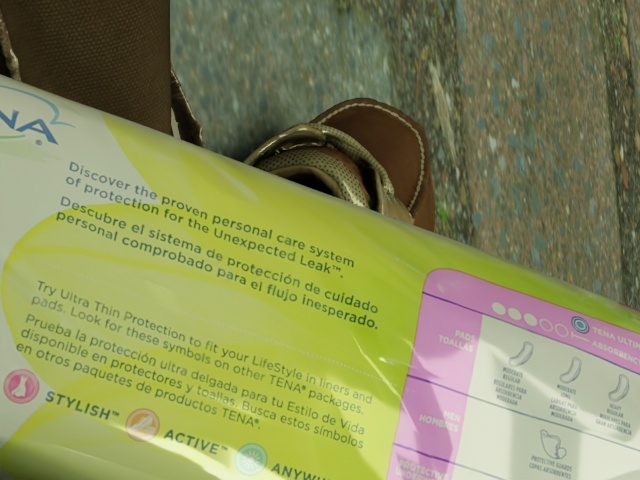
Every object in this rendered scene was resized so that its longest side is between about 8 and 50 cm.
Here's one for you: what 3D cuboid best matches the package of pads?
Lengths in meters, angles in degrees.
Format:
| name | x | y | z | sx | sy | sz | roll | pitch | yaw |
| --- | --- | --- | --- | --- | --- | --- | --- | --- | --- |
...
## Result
| name | x | y | z | sx | sy | sz | roll | pitch | yaw |
| --- | --- | --- | --- | --- | --- | --- | --- | --- | --- |
| package of pads | -0.029 | 0.068 | 0.488 | 0.297 | 0.229 | 0.101 | 20 | 64 | -16 |

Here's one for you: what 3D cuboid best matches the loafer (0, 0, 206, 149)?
| name | x | y | z | sx | sy | sz | roll | pitch | yaw |
| --- | --- | --- | --- | --- | --- | --- | --- | --- | --- |
| loafer | -0.117 | -0.131 | 0.618 | 0.134 | 0.130 | 0.366 | -68 | 143 | -48 |

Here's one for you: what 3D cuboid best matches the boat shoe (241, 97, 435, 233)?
| name | x | y | z | sx | sy | sz | roll | pitch | yaw |
| --- | --- | --- | --- | --- | --- | --- | --- | --- | --- |
| boat shoe | 0.000 | 0.000 | 0.818 | 0.324 | 0.123 | 0.116 | -61 | 173 | -54 |
